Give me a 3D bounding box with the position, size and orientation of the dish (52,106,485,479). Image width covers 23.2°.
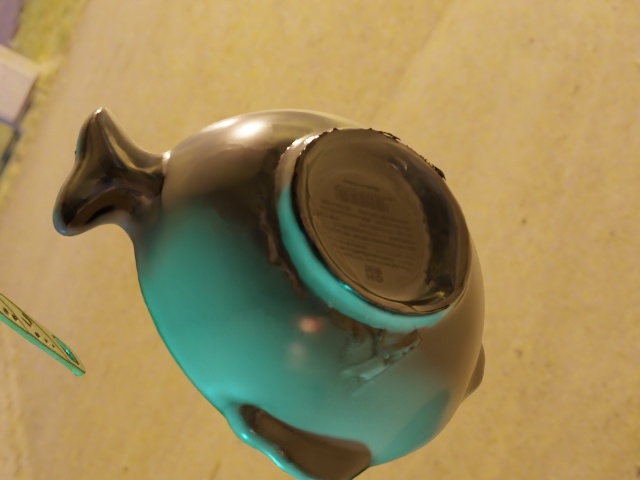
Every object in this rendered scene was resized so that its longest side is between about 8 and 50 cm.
[{"bbox_3d":[0.000,0.000,0.762,0.078,0.246,0.224,-43,27,46],"label":"dish"}]

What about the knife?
[{"bbox_3d":[-0.214,0.032,0.982,0.014,0.207,0.030,-38,42,7],"label":"knife"}]
